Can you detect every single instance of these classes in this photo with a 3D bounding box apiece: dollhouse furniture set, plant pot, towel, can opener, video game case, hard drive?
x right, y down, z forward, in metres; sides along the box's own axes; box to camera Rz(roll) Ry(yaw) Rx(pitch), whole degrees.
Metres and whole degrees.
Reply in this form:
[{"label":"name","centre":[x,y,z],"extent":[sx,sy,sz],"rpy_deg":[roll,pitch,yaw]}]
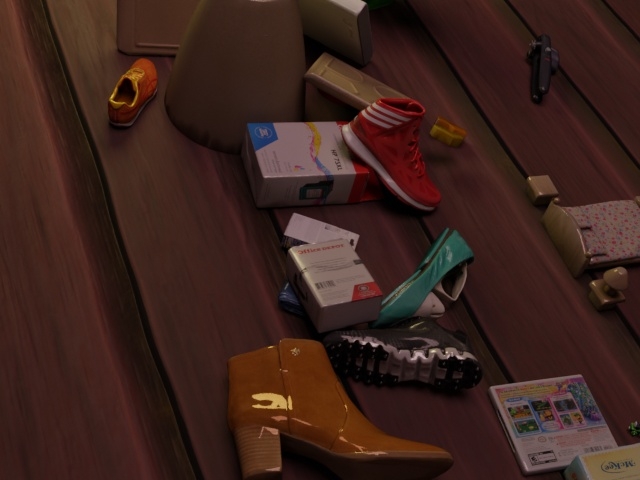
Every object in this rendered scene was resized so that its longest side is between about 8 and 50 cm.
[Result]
[{"label":"dollhouse furniture set","centre":[0.574,-0.033,1.658],"extent":[0.303,0.173,0.355],"rpy_deg":[-7,51,-20]},{"label":"plant pot","centre":[-0.132,-0.335,1.687],"extent":[0.257,0.274,0.256],"rpy_deg":[7,47,-7]},{"label":"towel","centre":[-0.020,0.066,1.515],"extent":[0.067,0.029,0.119],"rpy_deg":[20,47,5]},{"label":"can opener","centre":[0.455,-0.355,2.001],"extent":[0.073,0.059,0.186],"rpy_deg":[17,46,0]},{"label":"video game case","centre":[0.341,0.266,1.430],"extent":[0.157,0.019,0.143],"rpy_deg":[-5,49,-17]},{"label":"hard drive","centre":[-0.043,-0.461,1.883],"extent":[0.308,0.203,0.040],"rpy_deg":[31,79,14]}]

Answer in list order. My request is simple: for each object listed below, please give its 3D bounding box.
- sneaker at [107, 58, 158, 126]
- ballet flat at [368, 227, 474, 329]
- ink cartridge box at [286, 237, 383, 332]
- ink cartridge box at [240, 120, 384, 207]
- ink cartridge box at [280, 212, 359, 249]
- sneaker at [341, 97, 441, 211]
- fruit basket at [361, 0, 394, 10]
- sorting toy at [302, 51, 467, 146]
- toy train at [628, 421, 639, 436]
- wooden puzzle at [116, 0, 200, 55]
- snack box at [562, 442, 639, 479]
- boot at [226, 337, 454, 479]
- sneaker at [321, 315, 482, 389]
[{"label":"sneaker","centre":[-0.325,-0.271,1.721],"extent":[0.064,0.067,0.175],"rpy_deg":[12,45,-1]},{"label":"ballet flat","centre":[0.170,0.074,1.524],"extent":[0.087,0.083,0.247],"rpy_deg":[42,52,5]},{"label":"ink cartridge box","centre":[0.018,0.065,1.452],"extent":[0.099,0.056,0.135],"rpy_deg":[-10,42,-20]},{"label":"ink cartridge box","centre":[-0.007,-0.132,1.666],"extent":[0.231,0.078,0.134],"rpy_deg":[-4,50,-19]},{"label":"ink cartridge box","centre":[0.000,0.000,1.577],"extent":[0.115,0.029,0.062],"rpy_deg":[19,40,2]},{"label":"sneaker","centre":[0.152,-0.148,1.633],"extent":[0.221,0.128,0.087],"rpy_deg":[37,28,-25]},{"label":"fruit basket","centre":[0.107,-0.615,1.941],"extent":[0.283,0.392,0.392],"rpy_deg":[-24,58,-31]},{"label":"sorting toy","centre":[0.119,-0.237,1.767],"extent":[0.307,0.041,0.229],"rpy_deg":[28,21,-1]},{"label":"toy train","centre":[0.498,0.285,1.448],"extent":[0.083,0.023,0.017],"rpy_deg":[16,46,0]},{"label":"wooden puzzle","centre":[-0.255,-0.453,1.816],"extent":[0.239,0.220,0.044],"rpy_deg":[2,22,-11]},{"label":"snack box","centre":[0.521,0.365,1.356],"extent":[0.322,0.060,0.187],"rpy_deg":[-5,49,-19]},{"label":"boot","centre":[0.022,0.227,1.327],"extent":[0.295,0.104,0.211],"rpy_deg":[0,48,-9]},{"label":"sneaker","centre":[0.118,0.157,1.439],"extent":[0.234,0.078,0.106],"rpy_deg":[7,35,-1]}]
